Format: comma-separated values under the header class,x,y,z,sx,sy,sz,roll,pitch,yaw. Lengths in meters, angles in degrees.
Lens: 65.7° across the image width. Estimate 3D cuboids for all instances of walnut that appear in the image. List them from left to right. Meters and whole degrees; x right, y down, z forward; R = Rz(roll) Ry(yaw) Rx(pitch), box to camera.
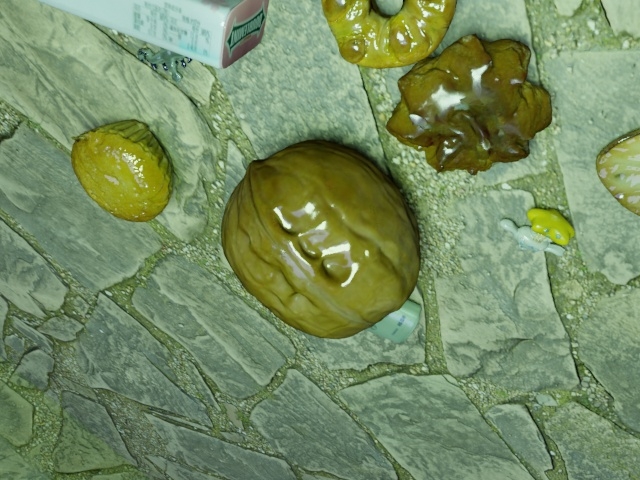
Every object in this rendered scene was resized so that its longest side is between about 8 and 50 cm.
class,x,y,z,sx,sy,sz,roll,pitch,yaw
walnut,0.000,0.000,0.962,0.398,0.308,0.354,43,104,-11

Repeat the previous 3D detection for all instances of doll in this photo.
class,x,y,z,sx,sy,sz,roll,pitch,yaw
doll,0.421,-0.019,0.971,0.135,0.072,0.113,14,146,17

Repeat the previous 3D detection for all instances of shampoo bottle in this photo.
class,x,y,z,sx,sy,sz,roll,pitch,yaw
shampoo bottle,0.052,0.133,1.191,0.359,0.078,0.134,25,132,0

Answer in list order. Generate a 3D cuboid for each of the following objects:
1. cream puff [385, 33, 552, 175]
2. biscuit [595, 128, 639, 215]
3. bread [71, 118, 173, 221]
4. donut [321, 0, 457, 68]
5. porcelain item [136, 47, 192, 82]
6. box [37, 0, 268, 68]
class,x,y,z,sx,sy,sz,roll,pitch,yaw
cream puff,0.241,-0.220,0.832,0.268,0.155,0.241,-14,124,20
biscuit,0.608,-0.119,0.842,0.259,0.041,0.203,12,130,12
bread,-0.437,-0.154,1.117,0.239,0.139,0.240,10,127,13
donut,0.108,-0.385,0.776,0.226,0.114,0.227,9,126,13
porcelain item,-0.299,-0.356,0.998,0.136,0.021,0.075,-1,124,20
box,-0.292,-0.422,0.845,0.369,0.190,0.112,21,128,2
